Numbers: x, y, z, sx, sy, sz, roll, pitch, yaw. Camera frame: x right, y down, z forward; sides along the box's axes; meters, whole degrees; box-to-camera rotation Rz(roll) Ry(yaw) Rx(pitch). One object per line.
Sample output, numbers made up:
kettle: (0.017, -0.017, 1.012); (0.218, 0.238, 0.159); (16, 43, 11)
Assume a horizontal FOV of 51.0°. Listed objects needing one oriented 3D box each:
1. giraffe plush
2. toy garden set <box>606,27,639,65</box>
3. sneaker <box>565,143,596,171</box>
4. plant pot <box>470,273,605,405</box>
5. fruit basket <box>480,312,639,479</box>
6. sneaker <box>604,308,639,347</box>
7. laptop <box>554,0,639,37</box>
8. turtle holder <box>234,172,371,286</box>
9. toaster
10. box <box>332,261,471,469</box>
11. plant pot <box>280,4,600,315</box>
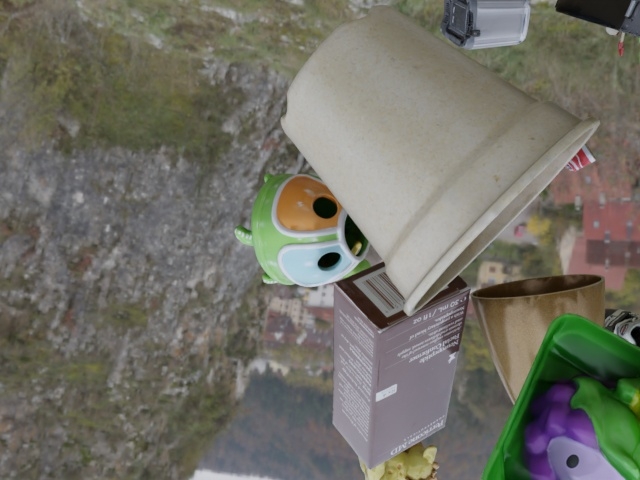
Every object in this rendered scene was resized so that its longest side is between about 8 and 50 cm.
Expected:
giraffe plush: (0.186, 0.520, 1.583); (0.170, 0.210, 0.181); (-6, 149, -6)
toy garden set: (0.674, -0.465, 1.385); (0.203, 0.049, 0.244); (35, 163, 42)
sneaker: (0.591, -0.210, 1.573); (0.067, 0.118, 0.042); (-36, 128, 24)
plant pot: (0.411, 0.206, 1.230); (0.237, 0.255, 0.237); (-8, -179, 0)
fruit basket: (0.361, 0.216, 0.618); (0.392, 0.283, 0.392); (26, 146, 19)
sneaker: (0.723, 0.213, 1.561); (0.146, 0.122, 0.330); (36, 172, -32)
laptop: (0.700, -0.567, 1.261); (0.407, 0.382, 0.236); (24, -155, 16)
turtle holder: (-0.010, 0.005, 1.457); (0.227, 0.243, 0.320); (2, 121, 31)
toaster: (0.373, -0.507, 1.518); (0.146, 0.129, 0.227); (-6, -151, -9)
box: (0.132, 0.216, 1.199); (0.191, 0.143, 0.382); (-22, 136, -23)
plant pot: (0.124, -0.125, 0.880); (0.305, 0.334, 0.334); (45, 172, 13)
